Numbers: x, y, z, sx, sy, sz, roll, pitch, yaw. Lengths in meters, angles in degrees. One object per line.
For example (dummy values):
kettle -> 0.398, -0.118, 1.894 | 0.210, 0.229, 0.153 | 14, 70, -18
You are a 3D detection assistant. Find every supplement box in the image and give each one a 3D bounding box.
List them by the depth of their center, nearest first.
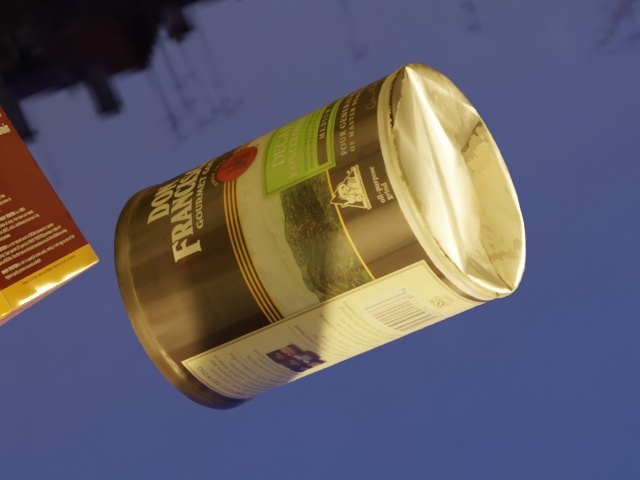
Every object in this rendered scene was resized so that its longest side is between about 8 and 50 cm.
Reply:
supplement box -> -0.327, -0.012, 1.724 | 0.129, 0.194, 0.191 | -32, -178, 20

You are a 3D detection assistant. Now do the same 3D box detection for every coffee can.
coffee can -> 0.000, 0.000, 1.620 | 0.275, 0.201, 0.201 | -24, -163, 27
